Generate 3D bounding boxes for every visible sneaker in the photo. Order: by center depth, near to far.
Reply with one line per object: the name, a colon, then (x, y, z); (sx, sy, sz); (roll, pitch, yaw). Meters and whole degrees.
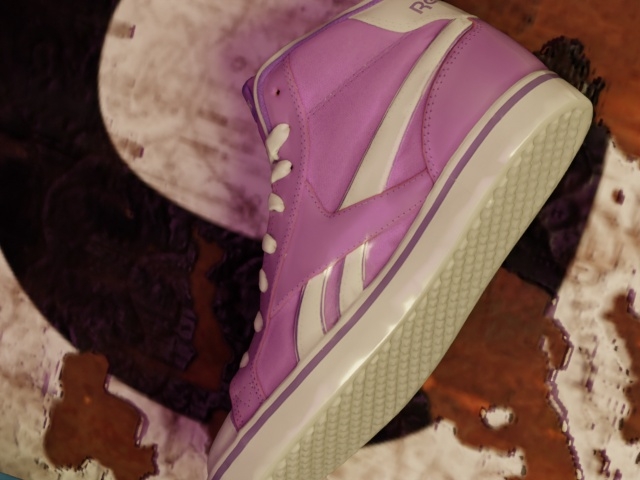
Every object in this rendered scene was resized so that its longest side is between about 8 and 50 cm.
sneaker: (0.001, 0.000, 0.839); (0.161, 0.102, 0.282); (39, 98, 23)

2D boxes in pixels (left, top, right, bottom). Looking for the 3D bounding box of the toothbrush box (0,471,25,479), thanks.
toothbrush box: (-0.296, 0.220, 0.927); (0.295, 0.126, 0.216); (14, 64, 27)
